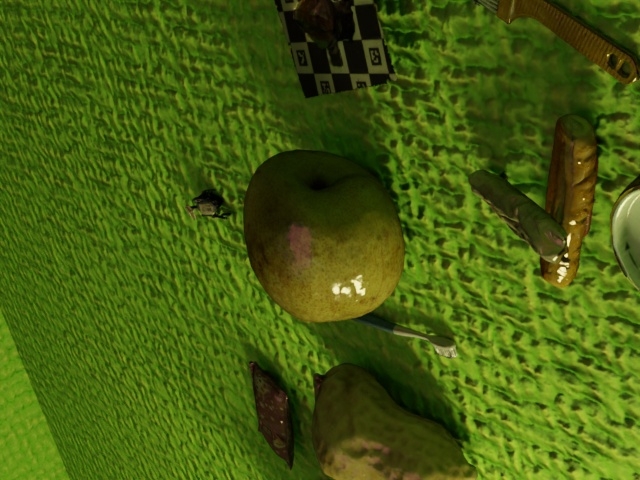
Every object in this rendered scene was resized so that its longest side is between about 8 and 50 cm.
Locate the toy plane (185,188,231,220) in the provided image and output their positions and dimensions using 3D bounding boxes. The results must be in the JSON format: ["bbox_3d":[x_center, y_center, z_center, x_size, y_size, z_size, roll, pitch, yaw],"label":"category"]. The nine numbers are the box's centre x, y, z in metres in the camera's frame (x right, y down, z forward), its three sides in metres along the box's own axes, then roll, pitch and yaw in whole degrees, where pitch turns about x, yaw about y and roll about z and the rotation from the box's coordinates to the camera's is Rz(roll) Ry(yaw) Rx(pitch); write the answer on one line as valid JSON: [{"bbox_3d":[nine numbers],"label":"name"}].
[{"bbox_3d":[-0.189,-0.055,1.919,0.120,0.031,0.049,-1,124,53],"label":"toy plane"}]

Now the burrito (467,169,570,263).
[{"bbox_3d":[0.214,-0.029,1.267,0.185,0.041,0.045,-127,37,-59],"label":"burrito"}]

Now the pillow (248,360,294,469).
[{"bbox_3d":[-0.082,0.305,2.064,0.118,0.043,0.185,40,142,41],"label":"pillow"}]

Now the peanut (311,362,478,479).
[{"bbox_3d":[0.085,0.301,1.700,0.291,0.159,0.143,35,168,35],"label":"peanut"}]

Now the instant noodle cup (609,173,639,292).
[{"bbox_3d":[0.350,-0.018,1.028,0.182,0.144,0.182,37,143,33],"label":"instant noodle cup"}]

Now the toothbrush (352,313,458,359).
[{"bbox_3d":[0.095,0.123,1.660,0.275,0.019,0.025,16,137,50],"label":"toothbrush"}]

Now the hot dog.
[{"bbox_3d":[0.265,-0.036,1.236,0.066,0.047,0.216,-98,4,-52],"label":"hot dog"}]

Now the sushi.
[{"bbox_3d":[0.022,-0.272,1.403,0.210,0.040,0.193,-4,106,60],"label":"sushi"}]

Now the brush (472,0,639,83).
[{"bbox_3d":[0.231,-0.222,1.161,0.218,0.010,0.082,41,145,26],"label":"brush"}]

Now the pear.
[{"bbox_3d":[0.000,0.000,1.522,0.228,0.188,0.211,34,134,37],"label":"pear"}]
